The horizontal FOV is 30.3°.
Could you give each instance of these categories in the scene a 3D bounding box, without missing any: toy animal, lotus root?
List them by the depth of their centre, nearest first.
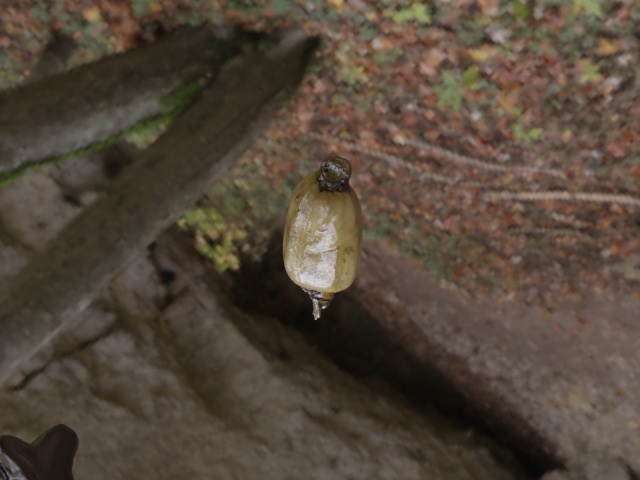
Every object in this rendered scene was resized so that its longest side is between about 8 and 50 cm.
[{"bbox_3d":[-0.234,0.227,0.798,0.121,0.210,0.117,60,-165,25],"label":"toy animal"},{"bbox_3d":[0.000,0.000,0.976,0.072,0.063,0.151,34,132,42],"label":"lotus root"}]
